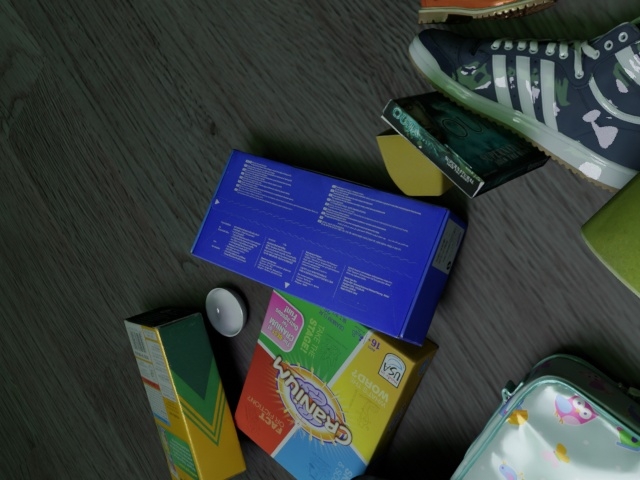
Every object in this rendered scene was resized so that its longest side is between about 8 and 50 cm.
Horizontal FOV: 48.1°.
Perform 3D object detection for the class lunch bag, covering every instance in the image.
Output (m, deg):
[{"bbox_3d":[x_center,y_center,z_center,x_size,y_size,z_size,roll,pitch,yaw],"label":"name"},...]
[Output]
[{"bbox_3d":[0.275,0.275,0.819,0.224,0.108,0.279,39,117,21],"label":"lunch bag"}]

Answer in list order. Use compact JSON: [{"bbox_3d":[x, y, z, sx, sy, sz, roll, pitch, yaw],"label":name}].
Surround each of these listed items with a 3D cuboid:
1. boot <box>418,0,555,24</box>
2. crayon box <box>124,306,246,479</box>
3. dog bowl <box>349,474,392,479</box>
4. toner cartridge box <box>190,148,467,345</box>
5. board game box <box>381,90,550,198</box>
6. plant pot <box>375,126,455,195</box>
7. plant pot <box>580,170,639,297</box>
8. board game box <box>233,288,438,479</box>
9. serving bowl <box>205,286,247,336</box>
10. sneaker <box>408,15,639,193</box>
[{"bbox_3d":[0.176,-0.278,0.772,0.158,0.059,0.084,11,106,37],"label":"boot"},{"bbox_3d":[-0.225,0.279,1.213,0.203,0.083,0.322,-4,102,61],"label":"crayon box"},{"bbox_3d":[0.140,0.494,0.887,0.408,0.150,0.408,35,149,25],"label":"dog bowl"},{"bbox_3d":[0.000,0.000,0.945,0.348,0.075,0.165,20,84,33],"label":"toner cartridge box"},{"bbox_3d":[0.159,-0.111,0.752,0.126,0.186,0.026,45,126,17],"label":"board game box"},{"bbox_3d":[0.126,-0.098,0.856,0.081,0.081,0.083,2,114,38],"label":"plant pot"},{"bbox_3d":[0.410,-0.043,0.555,0.275,0.275,0.293,41,112,21],"label":"plant pot"},{"bbox_3d":[0.007,0.218,1.061,0.242,0.064,0.316,34,122,26],"label":"board game box"},{"bbox_3d":[-0.149,0.114,1.174,0.083,0.027,0.083,14,113,35],"label":"serving bowl"},{"bbox_3d":[0.233,-0.183,0.726,0.282,0.099,0.153,36,129,16],"label":"sneaker"}]
